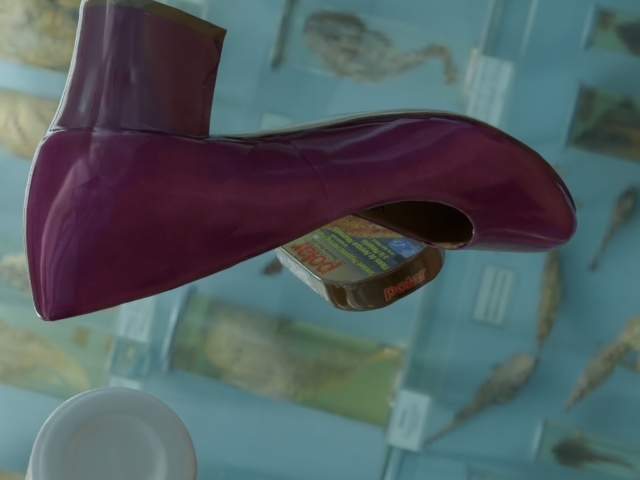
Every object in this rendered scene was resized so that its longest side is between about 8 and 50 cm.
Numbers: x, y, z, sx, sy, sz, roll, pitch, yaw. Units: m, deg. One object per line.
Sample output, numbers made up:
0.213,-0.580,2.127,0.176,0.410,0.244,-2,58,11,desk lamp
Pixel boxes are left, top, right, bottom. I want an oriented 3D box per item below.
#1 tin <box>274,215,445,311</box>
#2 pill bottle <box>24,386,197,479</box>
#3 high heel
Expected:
0.025,0.000,1.177,0.190,0.106,0.040,39,150,59,tin
-0.171,0.199,1.150,0.216,0.121,0.121,122,166,-63,pill bottle
0.000,0.000,0.883,0.127,0.377,0.181,-13,64,58,high heel
